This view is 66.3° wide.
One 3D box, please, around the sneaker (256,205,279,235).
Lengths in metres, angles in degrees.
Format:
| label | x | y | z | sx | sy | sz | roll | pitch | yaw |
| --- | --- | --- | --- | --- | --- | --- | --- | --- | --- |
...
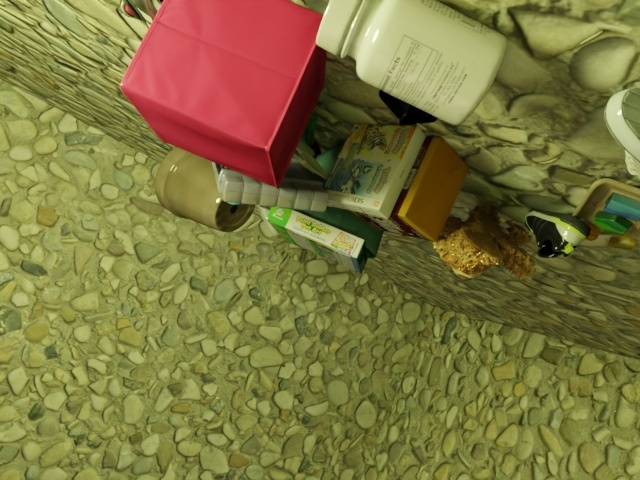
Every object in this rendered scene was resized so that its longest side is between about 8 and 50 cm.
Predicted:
| label | x | y | z | sx | sy | sz | roll | pitch | yaw |
| --- | --- | --- | --- | --- | --- | --- | --- | --- | --- |
| sneaker | -0.145 | -0.213 | 1.716 | 0.137 | 0.210 | 0.366 | 39 | 153 | 64 |

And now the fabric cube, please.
| label | x | y | z | sx | sy | sz | roll | pitch | yaw |
| --- | --- | --- | --- | --- | --- | --- | --- | --- | --- |
| fabric cube | -0.151 | -0.282 | 0.890 | 0.258 | 0.259 | 0.254 | 22 | 171 | 3 |

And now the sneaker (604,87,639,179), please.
| label | x | y | z | sx | sy | sz | roll | pitch | yaw |
| --- | --- | --- | --- | --- | --- | --- | --- | --- | --- |
| sneaker | 0.469 | -0.118 | 0.681 | 0.258 | 0.094 | 0.091 | 27 | 167 | -20 |

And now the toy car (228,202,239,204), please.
| label | x | y | z | sx | sy | sz | roll | pitch | yaw |
| --- | --- | --- | --- | --- | --- | --- | --- | --- | --- |
| toy car | -0.203 | -0.261 | 1.516 | 0.237 | 0.219 | 0.210 | -13 | -145 | -18 |

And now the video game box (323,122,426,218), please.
| label | x | y | z | sx | sy | sz | roll | pitch | yaw |
| --- | --- | --- | --- | --- | --- | --- | --- | --- | --- |
| video game box | 0.109 | -0.159 | 1.077 | 0.187 | 0.205 | 0.048 | 16 | 167 | 43 |

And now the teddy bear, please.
| label | x | y | z | sx | sy | sz | roll | pitch | yaw |
| --- | --- | --- | --- | --- | --- | --- | --- | --- | --- |
| teddy bear | 0.390 | 0.009 | 1.176 | 0.245 | 0.113 | 0.338 | 28 | -149 | 5 |

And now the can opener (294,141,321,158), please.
| label | x | y | z | sx | sy | sz | roll | pitch | yaw |
| --- | --- | --- | --- | --- | --- | --- | --- | --- | --- |
| can opener | -0.087 | -0.280 | 1.394 | 0.186 | 0.059 | 0.073 | 24 | 172 | 4 |

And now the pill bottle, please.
| label | x | y | z | sx | sy | sz | roll | pitch | yaw |
| --- | --- | --- | --- | --- | --- | --- | --- | --- | --- |
| pill bottle | 0.118 | -0.263 | 0.663 | 0.229 | 0.131 | 0.131 | 25 | 172 | -3 |

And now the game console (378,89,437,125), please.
| label | x | y | z | sx | sy | sz | roll | pitch | yaw |
| --- | --- | --- | --- | --- | --- | --- | --- | --- | --- |
| game console | 0.170 | -0.267 | 0.900 | 0.107 | 0.071 | 0.122 | -6 | 171 | 0 |

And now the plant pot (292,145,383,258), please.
| label | x | y | z | sx | sy | sz | roll | pitch | yaw |
| --- | --- | --- | --- | --- | --- | --- | --- | --- | --- |
| plant pot | 0.066 | -0.116 | 1.365 | 0.292 | 0.235 | 0.293 | 24 | 171 | 4 |

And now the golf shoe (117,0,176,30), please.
| label | x | y | z | sx | sy | sz | roll | pitch | yaw |
| --- | --- | --- | --- | --- | --- | --- | --- | --- | --- |
| golf shoe | -0.283 | -0.421 | 0.950 | 0.120 | 0.105 | 0.273 | 13 | 168 | 25 |

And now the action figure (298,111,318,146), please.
| label | x | y | z | sx | sy | sz | roll | pitch | yaw |
| --- | --- | --- | --- | --- | --- | --- | --- | --- | --- |
| action figure | -0.058 | -0.290 | 1.232 | 0.137 | 0.064 | 0.232 | 21 | 167 | 10 |

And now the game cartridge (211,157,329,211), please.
| label | x | y | z | sx | sy | sz | roll | pitch | yaw |
| --- | --- | --- | --- | --- | --- | --- | --- | --- | --- |
| game cartridge | -0.135 | -0.157 | 1.156 | 0.230 | 0.068 | 0.355 | 9 | -161 | -20 |

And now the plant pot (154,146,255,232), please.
| label | x | y | z | sx | sy | sz | roll | pitch | yaw |
| --- | --- | --- | --- | --- | --- | --- | --- | --- | --- |
| plant pot | -0.402 | -0.180 | 1.825 | 0.280 | 0.323 | 0.323 | 36 | 179 | 31 |

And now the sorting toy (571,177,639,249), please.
| label | x | y | z | sx | sy | sz | roll | pitch | yaw |
| --- | --- | --- | --- | --- | --- | --- | --- | --- | --- |
| sorting toy | 0.633 | -0.022 | 0.987 | 0.229 | 0.041 | 0.307 | 22 | 171 | 21 |

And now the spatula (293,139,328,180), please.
| label | x | y | z | sx | sy | sz | roll | pitch | yaw |
| --- | --- | --- | --- | --- | --- | --- | --- | --- | --- |
| spatula | -0.080 | -0.236 | 1.125 | 0.242 | 0.019 | 0.168 | 34 | -155 | -35 |

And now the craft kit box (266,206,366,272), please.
| label | x | y | z | sx | sy | sz | roll | pitch | yaw |
| --- | --- | --- | --- | --- | --- | --- | --- | --- | --- |
| craft kit box | 0.000 | 0.000 | 1.285 | 0.246 | 0.061 | 0.250 | 21 | 171 | 10 |

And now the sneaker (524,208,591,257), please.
| label | x | y | z | sx | sy | sz | roll | pitch | yaw |
| --- | --- | --- | --- | --- | --- | --- | --- | --- | --- |
| sneaker | 0.511 | -0.011 | 1.113 | 0.084 | 0.097 | 0.235 | 33 | -177 | -1 |

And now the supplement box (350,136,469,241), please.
| label | x | y | z | sx | sy | sz | roll | pitch | yaw |
| --- | --- | --- | --- | --- | --- | --- | --- | --- | --- |
| supplement box | 0.193 | -0.121 | 1.116 | 0.129 | 0.191 | 0.194 | 32 | 170 | -38 |
